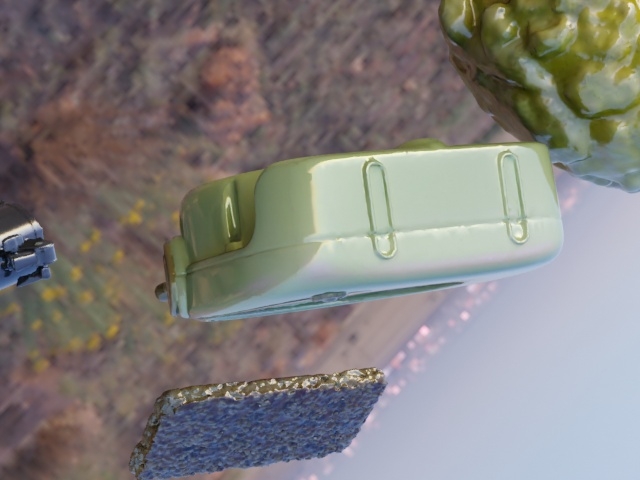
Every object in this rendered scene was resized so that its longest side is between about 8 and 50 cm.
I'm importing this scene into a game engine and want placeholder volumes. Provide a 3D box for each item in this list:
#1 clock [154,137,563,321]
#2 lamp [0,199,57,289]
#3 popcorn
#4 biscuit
[{"bbox_3d":[0.000,0.000,1.110,0.235,0.096,0.308,-7,175,-34],"label":"clock"},{"bbox_3d":[-0.415,0.025,1.877,0.172,0.147,0.227,3,-159,43],"label":"lamp"},{"bbox_3d":[0.208,-0.162,1.143,0.225,0.249,0.249,-52,173,0],"label":"popcorn"},{"bbox_3d":[-0.055,0.169,1.431,0.230,0.025,0.131,-4,141,-28],"label":"biscuit"}]
